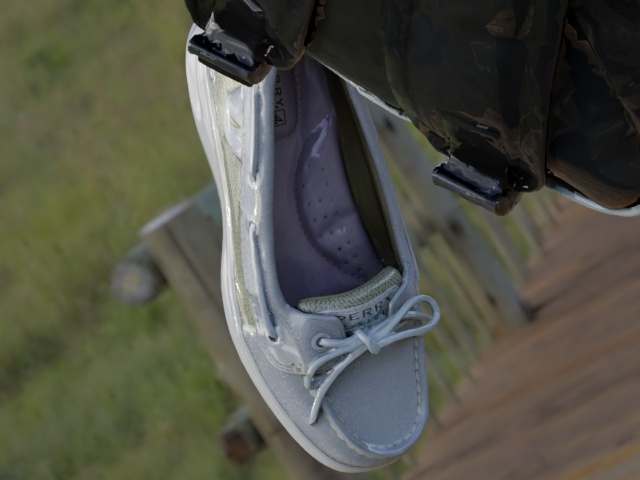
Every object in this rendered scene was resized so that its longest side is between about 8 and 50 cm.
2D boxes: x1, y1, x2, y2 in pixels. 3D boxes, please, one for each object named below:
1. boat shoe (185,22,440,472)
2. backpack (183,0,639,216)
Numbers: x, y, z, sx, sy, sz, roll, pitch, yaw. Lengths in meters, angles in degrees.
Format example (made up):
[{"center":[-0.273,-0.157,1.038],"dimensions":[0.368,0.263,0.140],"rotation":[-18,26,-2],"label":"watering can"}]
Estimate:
[{"center":[0.002,-0.002,1.217],"dimensions":[0.118,0.320,0.103],"rotation":[-17,11,-23],"label":"boat shoe"},{"center":[0.062,-0.160,0.544],"dimensions":[0.191,0.225,0.253],"rotation":[-49,-21,-29],"label":"backpack"}]
